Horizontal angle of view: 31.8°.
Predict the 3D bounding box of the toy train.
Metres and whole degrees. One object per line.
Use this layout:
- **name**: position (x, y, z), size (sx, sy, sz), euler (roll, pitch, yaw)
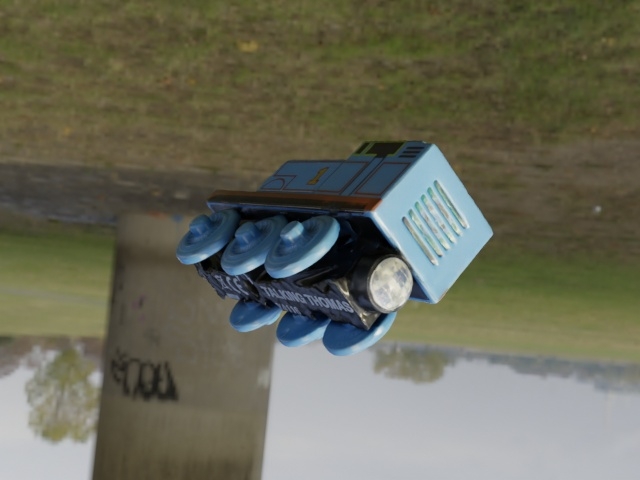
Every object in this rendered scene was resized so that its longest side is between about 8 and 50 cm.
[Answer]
- **toy train**: position (0.000, 0.000, 0.603), size (0.184, 0.105, 0.080), euler (6, 136, 57)
